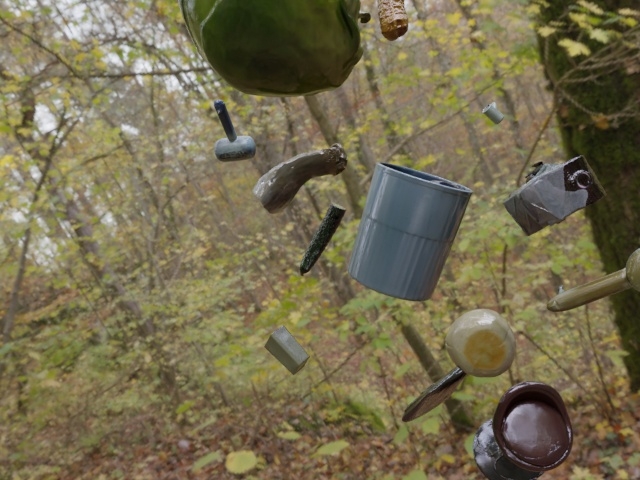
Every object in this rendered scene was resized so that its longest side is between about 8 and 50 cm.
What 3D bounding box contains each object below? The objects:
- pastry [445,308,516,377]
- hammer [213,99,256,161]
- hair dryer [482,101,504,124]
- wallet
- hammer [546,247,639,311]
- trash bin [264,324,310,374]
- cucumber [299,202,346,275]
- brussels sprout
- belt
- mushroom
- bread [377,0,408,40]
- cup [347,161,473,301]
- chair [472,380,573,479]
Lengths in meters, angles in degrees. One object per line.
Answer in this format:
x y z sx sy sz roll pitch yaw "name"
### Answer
0.359 0.232 1.285 0.156 0.156 0.092 -28 -2 16 "pastry"
-0.254 -0.302 1.580 0.116 0.194 0.070 -5 45 13 "hammer"
0.560 -0.428 1.867 0.038 0.063 0.124 -43 16 36 "hair dryer"
0.309 0.402 1.534 0.168 0.052 0.245 -26 -26 -25 "wallet"
0.672 0.102 1.330 0.305 0.113 0.202 -27 -18 31 "hammer"
-0.072 0.240 1.250 0.043 0.092 0.061 -31 -21 -41 "trash bin"
0.000 0.000 2.104 0.294 0.067 0.067 -61 3 8 "cucumber"
-0.100 -0.429 1.098 0.315 0.371 0.276 -51 27 -9 "brussels sprout"
0.581 -0.122 1.459 0.184 0.164 0.289 -29 -6 -10 "belt"
-0.043 -0.145 1.267 0.223 0.092 0.081 -34 10 -5 "mushroom"
0.134 -0.432 1.074 0.052 0.044 0.157 -17 51 22 "bread"
0.204 -0.035 1.542 0.256 0.311 0.331 4 17 -43 "cup"
0.585 0.574 1.672 0.226 0.226 0.401 -31 -29 -14 "chair"
